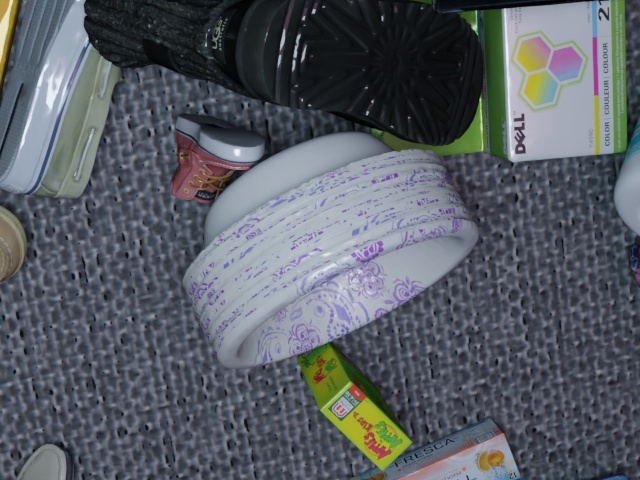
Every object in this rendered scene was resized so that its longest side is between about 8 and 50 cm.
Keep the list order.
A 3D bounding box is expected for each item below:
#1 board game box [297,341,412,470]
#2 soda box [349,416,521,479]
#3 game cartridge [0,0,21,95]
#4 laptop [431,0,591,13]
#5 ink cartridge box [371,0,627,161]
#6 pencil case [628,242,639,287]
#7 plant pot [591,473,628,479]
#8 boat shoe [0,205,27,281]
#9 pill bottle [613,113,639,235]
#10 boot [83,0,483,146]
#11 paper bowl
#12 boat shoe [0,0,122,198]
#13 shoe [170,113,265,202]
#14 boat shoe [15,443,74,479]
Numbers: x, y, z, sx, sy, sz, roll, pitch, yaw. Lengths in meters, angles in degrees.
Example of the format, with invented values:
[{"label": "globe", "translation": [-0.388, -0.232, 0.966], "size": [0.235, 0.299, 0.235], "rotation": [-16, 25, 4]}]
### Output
[{"label": "board game box", "translation": [0.032, 0.166, 1.179], "size": [0.043, 0.181, 0.092], "rotation": [-45, 103, 1]}, {"label": "soda box", "translation": [0.130, 0.270, 1.277], "size": [0.183, 0.058, 0.063], "rotation": [-23, 103, -3]}, {"label": "game cartridge", "translation": [-0.469, -0.219, 1.102], "size": [0.324, 0.052, 0.285], "rotation": [13, 98, -10]}, {"label": "laptop", "translation": [0.164, -0.445, 1.020], "size": [0.408, 0.382, 0.236], "rotation": [55, 131, 17]}, {"label": "ink cartridge box", "translation": [0.183, -0.176, 1.186], "size": [0.255, 0.097, 0.188], "rotation": [-6, 101, -8]}, {"label": "pencil case", "translation": [0.462, 0.173, 1.260], "size": [0.167, 0.160, 0.386], "rotation": [-19, 103, -5]}, {"label": "plant pot", "translation": [0.289, 0.401, 1.246], "size": [0.236, 0.212, 0.235], "rotation": [-14, 102, -5]}, {"label": "boat shoe", "translation": [-0.466, 0.020, 1.102], "size": [0.341, 0.110, 0.121], "rotation": [-1, 117, -5]}, {"label": "pill bottle", "translation": [0.409, -0.126, 1.169], "size": [0.146, 0.146, 0.264], "rotation": [32, 62, -13]}, {"label": "boot", "translation": [-0.026, -0.192, 1.091], "size": [0.348, 0.260, 0.131], "rotation": [8, 98, -47]}, {"label": "paper bowl", "translation": [0.000, 0.000, 1.104], "size": [0.284, 0.284, 0.148], "rotation": [-26, 75, -3]}, {"label": "boat shoe", "translation": [-0.246, -0.186, 1.129], "size": [0.094, 0.109, 0.302], "rotation": [15, 100, -41]}, {"label": "shoe", "translation": [-0.105, -0.074, 1.122], "size": [0.064, 0.178, 0.081], "rotation": [1, 104, -25]}, {"label": "boat shoe", "translation": [-0.299, 0.321, 1.231], "size": [0.065, 0.075, 0.206], "rotation": [8, 95, -53]}]
